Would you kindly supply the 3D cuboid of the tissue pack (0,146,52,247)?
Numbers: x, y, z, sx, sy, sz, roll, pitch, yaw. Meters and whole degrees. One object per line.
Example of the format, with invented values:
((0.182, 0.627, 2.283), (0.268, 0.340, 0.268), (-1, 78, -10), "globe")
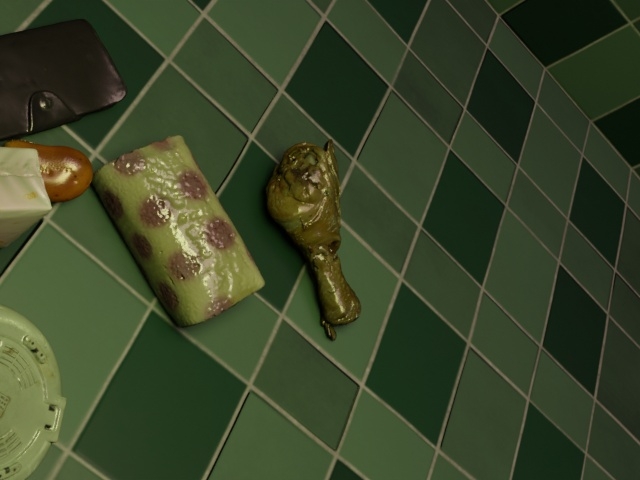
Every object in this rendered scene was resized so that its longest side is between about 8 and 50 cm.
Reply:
((-0.568, -0.060, 1.409), (0.225, 0.185, 0.124), (-3, 70, -45), "tissue pack")

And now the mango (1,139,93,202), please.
((-0.482, -0.120, 1.598), (0.159, 0.084, 0.105), (12, 78, -17), "mango")

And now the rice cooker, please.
((-0.528, 0.216, 1.247), (0.288, 0.277, 0.288), (11, 76, -53), "rice cooker")

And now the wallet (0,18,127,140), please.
((-0.535, -0.288, 1.649), (0.378, 0.051, 0.197), (-28, 90, -45), "wallet")

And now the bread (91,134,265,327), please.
((-0.260, -0.017, 1.700), (0.187, 0.155, 0.338), (-31, 93, -42), "bread")

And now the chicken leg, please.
((0.000, 0.000, 1.953), (0.201, 0.153, 0.429), (-17, 90, -54), "chicken leg")
